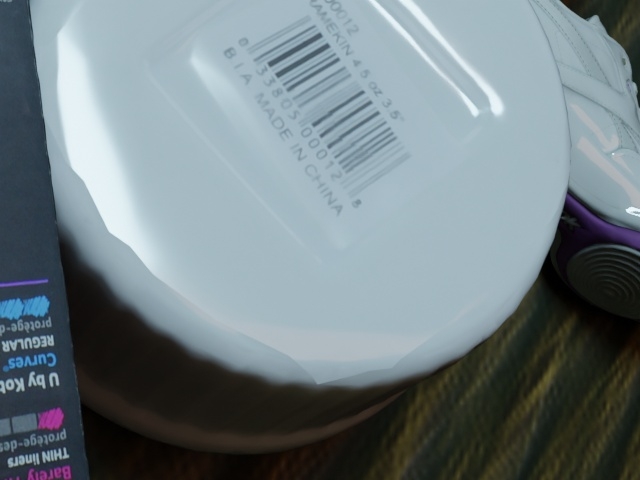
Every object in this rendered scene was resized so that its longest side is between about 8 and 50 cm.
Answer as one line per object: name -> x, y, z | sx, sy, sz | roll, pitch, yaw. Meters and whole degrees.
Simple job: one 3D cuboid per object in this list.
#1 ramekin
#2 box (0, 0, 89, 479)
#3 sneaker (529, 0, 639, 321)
ramekin -> -0.020, -0.046, 0.495 | 0.277, 0.135, 0.277 | 6, 73, -20
box -> -0.182, 0.056, 0.377 | 0.143, 0.165, 0.270 | -5, 84, -37
sneaker -> 0.189, -0.061, 0.706 | 0.305, 0.114, 0.152 | 44, 60, -21
